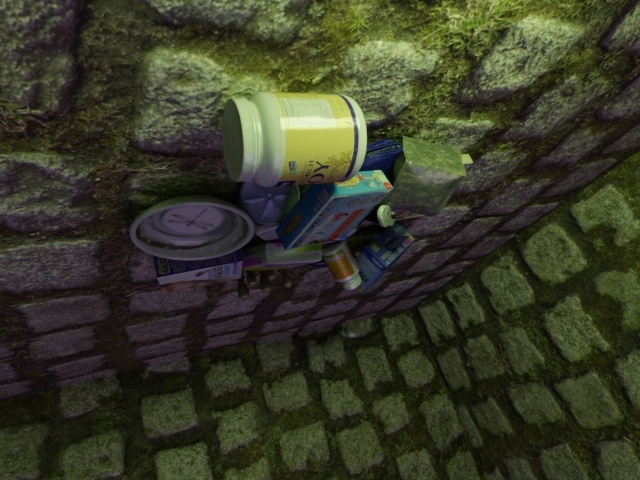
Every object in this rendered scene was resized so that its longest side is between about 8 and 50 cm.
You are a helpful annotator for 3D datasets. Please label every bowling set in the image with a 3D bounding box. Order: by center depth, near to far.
[{"bbox_3d":[-0.282,0.145,1.949,0.287,0.154,0.199,-14,137,-11],"label":"bowling set"}]

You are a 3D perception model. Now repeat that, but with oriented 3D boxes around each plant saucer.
[{"bbox_3d":[-0.429,-0.058,1.387,0.401,0.100,0.400,-9,155,-4],"label":"plant saucer"}]

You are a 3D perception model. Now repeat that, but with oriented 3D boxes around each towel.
[{"bbox_3d":[0.140,-0.234,1.465,0.228,0.076,0.308,-21,160,-24],"label":"towel"}]

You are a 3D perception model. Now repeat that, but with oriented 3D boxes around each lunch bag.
[{"bbox_3d":[0.360,-0.216,1.518,0.236,0.168,0.287,11,141,-10],"label":"lunch bag"}]

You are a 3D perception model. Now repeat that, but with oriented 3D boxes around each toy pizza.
[{"bbox_3d":[-0.171,-0.152,1.379,0.202,0.032,0.201,-4,112,-9],"label":"toy pizza"}]

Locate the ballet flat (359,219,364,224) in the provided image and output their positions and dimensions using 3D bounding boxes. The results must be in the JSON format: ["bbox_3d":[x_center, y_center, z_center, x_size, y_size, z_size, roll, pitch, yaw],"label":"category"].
[{"bbox_3d":[0.208,-0.106,1.819,0.173,0.049,0.057,-37,171,9],"label":"ballet flat"}]

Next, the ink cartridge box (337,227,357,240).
[{"bbox_3d":[0.063,-0.052,1.848,0.180,0.060,0.104,4,147,-42],"label":"ink cartridge box"}]

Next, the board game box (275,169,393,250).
[{"bbox_3d":[0.045,-0.105,1.399,0.302,0.086,0.308,-13,156,-43],"label":"board game box"}]

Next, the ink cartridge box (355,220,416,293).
[{"bbox_3d":[0.309,0.075,2.084,0.270,0.151,0.395,-38,166,-33],"label":"ink cartridge box"}]

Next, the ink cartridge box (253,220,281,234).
[{"bbox_3d":[-0.148,-0.053,1.621,0.176,0.069,0.371,-20,171,0],"label":"ink cartridge box"}]

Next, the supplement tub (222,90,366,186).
[{"bbox_3d":[-0.072,-0.265,1.082,0.332,0.240,0.241,-8,153,-25],"label":"supplement tub"}]

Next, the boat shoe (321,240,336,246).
[{"bbox_3d":[0.000,0.000,1.904,0.183,0.066,0.066,3,149,-40],"label":"boat shoe"}]

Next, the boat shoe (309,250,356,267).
[{"bbox_3d":[0.053,0.090,2.122,0.259,0.108,0.089,3,158,-10],"label":"boat shoe"}]

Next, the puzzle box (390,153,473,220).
[{"bbox_3d":[0.446,-0.220,1.797,0.272,0.052,0.408,-10,154,-22],"label":"puzzle box"}]

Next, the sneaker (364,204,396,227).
[{"bbox_3d":[0.204,-0.096,1.542,0.121,0.079,0.217,14,180,22],"label":"sneaker"}]

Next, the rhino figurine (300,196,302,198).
[{"bbox_3d":[-0.140,-0.148,1.472,0.244,0.073,0.106,-18,179,-7],"label":"rhino figurine"}]

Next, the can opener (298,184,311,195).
[{"bbox_3d":[0.021,-0.255,1.369,0.280,0.093,0.074,-41,150,29],"label":"can opener"}]

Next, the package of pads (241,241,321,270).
[{"bbox_3d":[-0.174,0.069,1.792,0.297,0.101,0.229,0,170,-40],"label":"package of pads"}]

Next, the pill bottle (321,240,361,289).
[{"bbox_3d":[0.107,0.118,1.999,0.137,0.136,0.245,-24,113,10],"label":"pill bottle"}]

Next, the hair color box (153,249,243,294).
[{"bbox_3d":[-0.506,0.116,1.718,0.339,0.110,0.185,-10,155,-18],"label":"hair color box"}]
